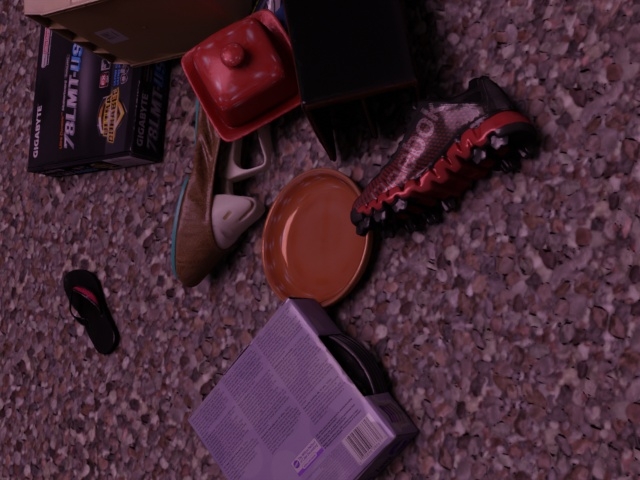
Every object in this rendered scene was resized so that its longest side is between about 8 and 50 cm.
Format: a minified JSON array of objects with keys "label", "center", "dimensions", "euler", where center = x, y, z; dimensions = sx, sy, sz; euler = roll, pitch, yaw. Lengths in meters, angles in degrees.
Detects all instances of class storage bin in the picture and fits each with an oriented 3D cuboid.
[{"label":"storage bin","center":[-0.264,-0.369,1.826],"dimensions":[0.260,0.262,0.123],"euler":[-9,77,21]}]

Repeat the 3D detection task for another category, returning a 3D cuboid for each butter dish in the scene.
[{"label":"butter dish","center":[-0.113,-0.246,1.733],"dimensions":[0.160,0.118,0.160],"euler":[-30,77,4]}]

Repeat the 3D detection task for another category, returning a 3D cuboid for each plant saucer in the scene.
[{"label":"plant saucer","center":[0.000,0.000,1.707],"dimensions":[0.200,0.037,0.200],"euler":[-11,73,40]}]

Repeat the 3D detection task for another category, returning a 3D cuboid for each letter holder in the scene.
[{"label":"letter holder","center":[0.043,-0.286,1.673],"dimensions":[0.152,0.214,0.301],"euler":[-12,69,6]}]

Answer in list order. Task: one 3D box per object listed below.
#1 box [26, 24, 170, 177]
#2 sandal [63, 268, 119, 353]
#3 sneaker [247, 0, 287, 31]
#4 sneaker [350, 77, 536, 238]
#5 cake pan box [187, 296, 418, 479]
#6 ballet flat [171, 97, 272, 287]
[{"label":"box","center":[-0.376,-0.265,2.080],"dimensions":[0.293,0.073,0.295],"euler":[-3,79,40]},{"label":"sandal","center":[-0.385,0.111,2.026],"dimensions":[0.067,0.040,0.179],"euler":[-51,52,22]},{"label":"sneaker","center":[-0.069,-0.345,1.835],"dimensions":[0.144,0.059,0.053],"euler":[-65,17,-4]},{"label":"sneaker","center":[0.141,-0.108,1.563],"dimensions":[0.276,0.098,0.135],"euler":[-35,60,29]},{"label":"cake pan box","center":[-0.028,0.244,1.637],"dimensions":[0.245,0.070,0.267],"euler":[49,114,25]},{"label":"ballet flat","center":[-0.135,-0.097,1.818],"dimensions":[0.124,0.116,0.342],"euler":[5,80,23]}]
